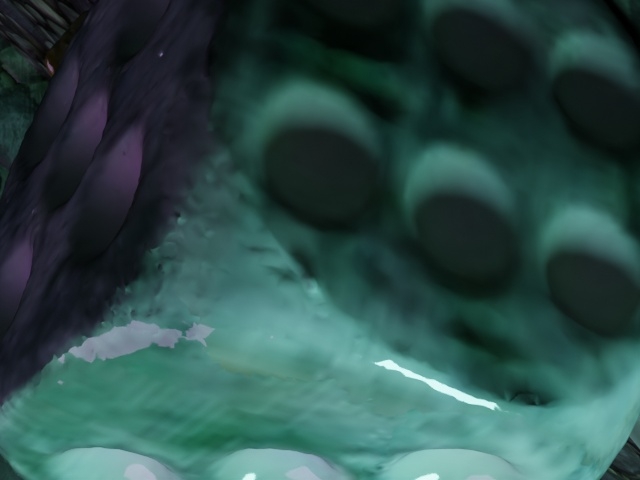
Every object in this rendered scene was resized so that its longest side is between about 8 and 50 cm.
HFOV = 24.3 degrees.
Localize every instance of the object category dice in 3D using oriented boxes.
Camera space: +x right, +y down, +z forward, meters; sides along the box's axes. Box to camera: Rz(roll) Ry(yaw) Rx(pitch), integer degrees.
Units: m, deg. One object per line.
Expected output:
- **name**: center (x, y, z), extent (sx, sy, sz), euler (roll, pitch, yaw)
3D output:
- **dice**: center (0.000, 0.000, 0.916), extent (0.328, 0.330, 0.348), euler (24, 142, -24)

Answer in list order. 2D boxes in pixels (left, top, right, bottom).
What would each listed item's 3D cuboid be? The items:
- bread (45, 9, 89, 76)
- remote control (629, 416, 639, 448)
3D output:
- **bread**: center (0.005, -0.083, 1.182), extent (0.362, 0.233, 0.245), euler (37, 167, 7)
- **remote control**: center (0.336, 0.185, 1.604), extent (0.245, 0.022, 0.077), euler (48, 169, -30)
